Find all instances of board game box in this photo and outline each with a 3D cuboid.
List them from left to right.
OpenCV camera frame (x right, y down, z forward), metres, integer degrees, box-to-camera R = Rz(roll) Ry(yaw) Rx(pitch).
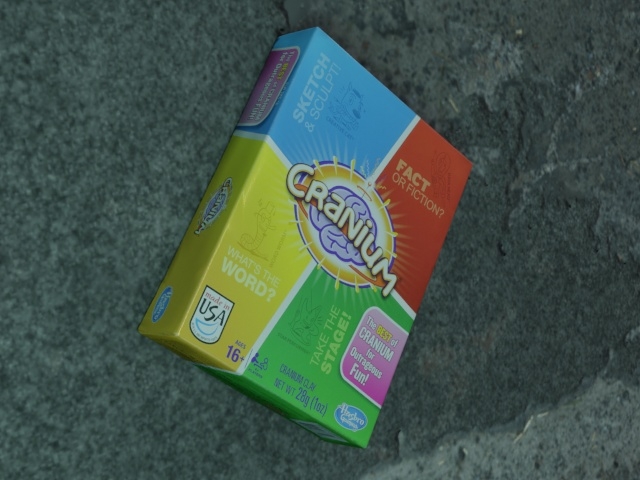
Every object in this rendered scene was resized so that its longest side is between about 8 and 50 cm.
[{"bbox_3d":[0.000,0.000,1.003,0.242,0.064,0.317,35,67,-33],"label":"board game box"}]
